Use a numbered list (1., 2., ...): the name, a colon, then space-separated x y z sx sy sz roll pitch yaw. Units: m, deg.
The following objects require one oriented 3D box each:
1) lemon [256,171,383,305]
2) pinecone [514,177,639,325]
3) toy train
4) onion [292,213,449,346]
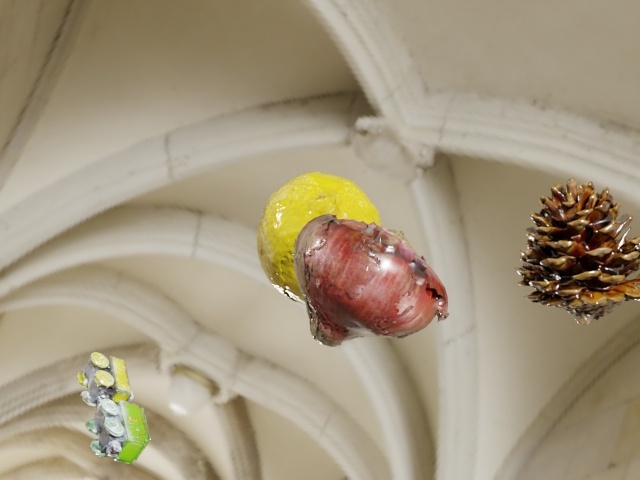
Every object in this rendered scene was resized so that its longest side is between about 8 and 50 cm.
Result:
1. lemon: 0.000 0.000 1.818 0.204 0.204 0.260 22 -26 10
2. pinecone: 0.306 0.012 1.376 0.173 0.174 0.174 20 -31 13
3. toy train: -0.312 0.249 1.757 0.081 0.202 0.060 22 -64 -34
4. onion: 0.044 0.051 1.249 0.184 0.147 0.184 26 6 -3
